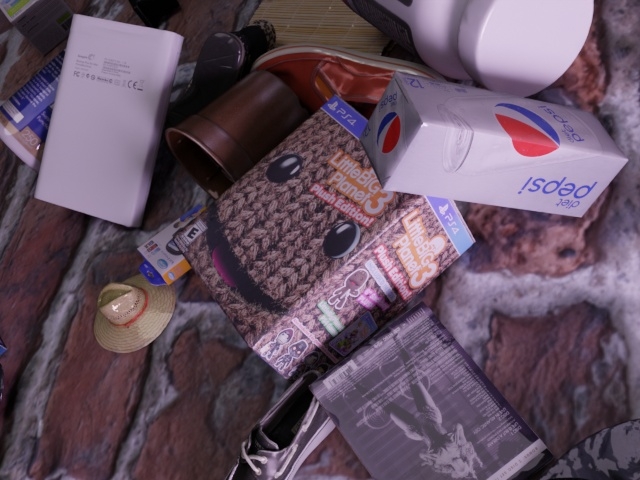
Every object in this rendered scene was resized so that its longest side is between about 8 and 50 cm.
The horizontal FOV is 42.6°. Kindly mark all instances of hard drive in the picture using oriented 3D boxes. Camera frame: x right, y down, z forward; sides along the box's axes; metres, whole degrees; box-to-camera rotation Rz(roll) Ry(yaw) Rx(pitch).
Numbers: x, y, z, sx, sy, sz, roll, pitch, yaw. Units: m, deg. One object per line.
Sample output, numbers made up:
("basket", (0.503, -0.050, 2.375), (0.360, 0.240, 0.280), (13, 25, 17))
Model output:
("hard drive", (-0.344, -0.195, 1.320), (0.203, 0.040, 0.308), (16, 95, 23))

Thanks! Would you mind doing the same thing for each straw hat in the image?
("straw hat", (-0.287, 0.091, 1.191), (0.144, 0.061, 0.145), (-15, 52, 20))

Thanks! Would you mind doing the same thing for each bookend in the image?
("bookend", (-0.307, -0.510, 1.616), (0.157, 0.072, 0.156), (-35, 49, 2))

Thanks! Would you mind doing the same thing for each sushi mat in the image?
("sushi mat", (0.004, -0.366, 1.378), (0.316, 0.019, 0.151), (12, 64, 35))

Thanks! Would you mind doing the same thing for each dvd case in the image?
("dvd case", (0.114, 0.194, 0.885), (0.164, 0.018, 0.221), (-36, 61, -5))

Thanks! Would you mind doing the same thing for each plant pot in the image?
("plant pot", (-0.111, -0.153, 1.209), (0.167, 0.167, 0.165), (29, 66, 40))

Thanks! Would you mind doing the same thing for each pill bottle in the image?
("pill bottle", (0.177, -0.343, 1.105), (0.210, 0.210, 0.363), (-39, 45, 0))
("pill bottle", (-0.434, -0.246, 1.447), (0.264, 0.153, 0.153), (-45, 48, -5))

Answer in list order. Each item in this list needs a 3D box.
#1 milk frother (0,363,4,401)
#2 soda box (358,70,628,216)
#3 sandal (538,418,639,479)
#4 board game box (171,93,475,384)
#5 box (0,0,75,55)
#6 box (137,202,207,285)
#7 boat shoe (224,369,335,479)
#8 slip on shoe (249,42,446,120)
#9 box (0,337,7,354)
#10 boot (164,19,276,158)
("milk frother", (-0.534, 0.246, 1.169), (0.129, 0.134, 0.143), (-59, 40, 23))
("soda box", (0.195, -0.103, 0.916), (0.098, 0.286, 0.091), (-60, 35, 38))
("sandal", (0.179, 0.327, 0.735), (0.445, 0.107, 0.167), (-41, 48, -2))
("board game box", (0.000, 0.000, 1.041), (0.291, 0.141, 0.232), (-42, 48, -3))
("box", (-0.616, -0.502, 1.761), (0.114, 0.103, 0.203), (-41, 48, -3))
("box", (-0.206, 0.008, 1.210), (0.136, 0.028, 0.081), (-37, 47, -17))
("boat shoe", (-0.061, 0.244, 0.951), (0.077, 0.070, 0.219), (28, 74, 39))
("slip on shoe", (0.024, -0.212, 1.199), (0.331, 0.123, 0.101), (16, 71, 31))
("box", (-0.621, 0.158, 1.340), (0.159, 0.044, 0.233), (-45, 49, -5))
("boot", (-0.157, -0.247, 1.337), (0.236, 0.085, 0.178), (-59, -3, 32))
